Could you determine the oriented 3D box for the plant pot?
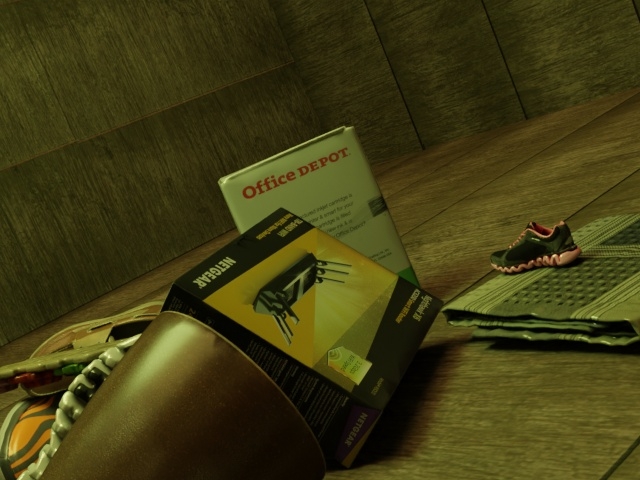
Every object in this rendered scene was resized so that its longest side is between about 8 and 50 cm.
[{"bbox_3d":[-0.150,0.218,0.799,0.230,0.215,0.215,-44,18,-27],"label":"plant pot"}]

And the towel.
[{"bbox_3d":[0.343,0.043,1.055,0.324,0.056,0.312,-25,11,-28],"label":"towel"}]

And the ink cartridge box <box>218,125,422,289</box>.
[{"bbox_3d":[0.000,0.000,1.353,0.211,0.289,0.121,-23,9,-6],"label":"ink cartridge box"}]

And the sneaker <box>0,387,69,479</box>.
[{"bbox_3d":[-0.290,0.231,1.244,0.180,0.125,0.321,-21,9,21],"label":"sneaker"}]

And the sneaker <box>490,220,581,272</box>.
[{"bbox_3d":[0.255,0.004,1.109,0.119,0.057,0.047,-13,15,42],"label":"sneaker"}]

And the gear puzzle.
[{"bbox_3d":[-0.313,0.170,1.248,0.338,0.044,0.175,-13,-1,24],"label":"gear puzzle"}]

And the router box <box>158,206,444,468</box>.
[{"bbox_3d":[-0.011,0.089,1.026,0.081,0.243,0.309,-63,-8,23],"label":"router box"}]

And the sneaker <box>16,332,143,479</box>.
[{"bbox_3d":[-0.235,0.217,0.989,0.292,0.110,0.118,-52,-8,3],"label":"sneaker"}]

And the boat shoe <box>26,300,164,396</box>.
[{"bbox_3d":[-0.413,0.207,1.745,0.324,0.123,0.116,-26,11,-13],"label":"boat shoe"}]
